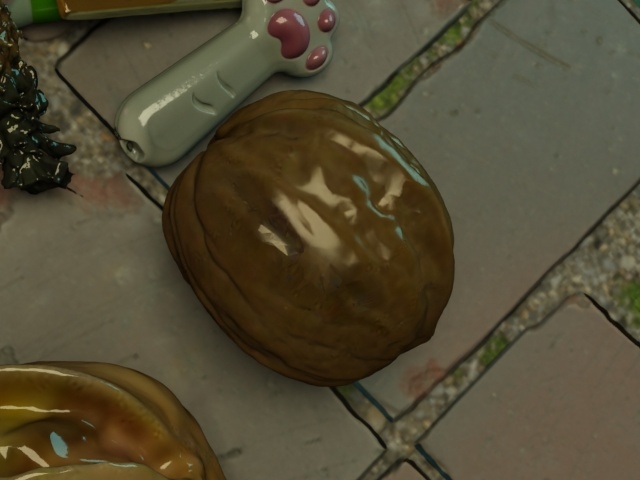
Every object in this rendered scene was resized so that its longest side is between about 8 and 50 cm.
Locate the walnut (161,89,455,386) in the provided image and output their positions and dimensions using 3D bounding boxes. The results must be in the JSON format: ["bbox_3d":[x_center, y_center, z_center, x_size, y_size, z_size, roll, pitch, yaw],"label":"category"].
[{"bbox_3d":[0.000,0.000,1.098,0.213,0.213,0.213,3,76,-10],"label":"walnut"}]

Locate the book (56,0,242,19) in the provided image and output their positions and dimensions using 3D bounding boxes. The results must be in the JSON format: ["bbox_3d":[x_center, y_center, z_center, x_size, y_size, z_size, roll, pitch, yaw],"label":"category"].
[{"bbox_3d":[-0.139,-0.313,1.202,0.208,0.020,0.295,-11,78,-30],"label":"book"}]

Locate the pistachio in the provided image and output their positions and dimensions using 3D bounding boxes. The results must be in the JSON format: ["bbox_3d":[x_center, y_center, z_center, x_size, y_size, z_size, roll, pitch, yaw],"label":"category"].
[{"bbox_3d":[-0.190,0.186,0.994,0.321,0.238,0.229,9,34,-27],"label":"pistachio"}]

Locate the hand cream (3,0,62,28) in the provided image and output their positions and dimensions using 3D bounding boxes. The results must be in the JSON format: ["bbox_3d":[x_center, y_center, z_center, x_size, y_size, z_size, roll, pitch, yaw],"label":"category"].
[{"bbox_3d":[-0.317,-0.180,1.156,0.275,0.050,0.079,-4,52,-7],"label":"hand cream"}]

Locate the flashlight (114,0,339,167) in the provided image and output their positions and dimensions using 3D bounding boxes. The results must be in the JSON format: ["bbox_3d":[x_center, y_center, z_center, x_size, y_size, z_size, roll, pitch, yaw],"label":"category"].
[{"bbox_3d":[-0.070,-0.128,1.174,0.200,0.047,0.093,-39,119,-14],"label":"flashlight"}]

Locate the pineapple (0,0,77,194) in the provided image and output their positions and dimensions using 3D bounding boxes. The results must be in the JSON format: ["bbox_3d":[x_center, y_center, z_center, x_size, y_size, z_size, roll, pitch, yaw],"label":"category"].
[{"bbox_3d":[-0.242,-0.113,1.103,0.108,0.108,0.197,-39,106,-17],"label":"pineapple"}]
